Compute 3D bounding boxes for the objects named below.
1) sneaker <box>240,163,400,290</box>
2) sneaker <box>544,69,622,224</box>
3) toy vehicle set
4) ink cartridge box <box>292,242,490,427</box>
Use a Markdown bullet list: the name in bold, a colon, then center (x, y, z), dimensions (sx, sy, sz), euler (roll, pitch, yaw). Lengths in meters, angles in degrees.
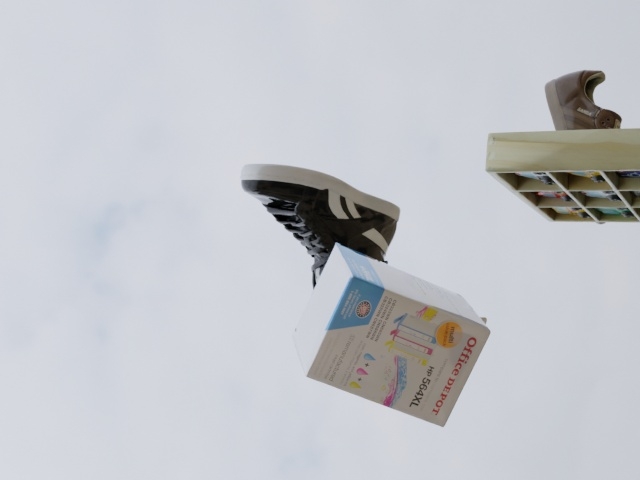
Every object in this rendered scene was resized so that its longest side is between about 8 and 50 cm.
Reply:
- **sneaker**: center (0.000, 0.000, 1.144), dimensions (0.217, 0.079, 0.121), euler (17, -100, -44)
- **sneaker**: center (0.307, -0.112, 1.253), dimensions (0.066, 0.071, 0.188), euler (33, -141, -58)
- **toy vehicle set**: center (0.273, -0.056, 1.066), dimensions (0.267, 0.166, 0.035), euler (21, -109, -65)
- **ink cartridge box**: center (0.063, 0.079, 0.910), dimensions (0.143, 0.090, 0.092), euler (22, -78, -13)
